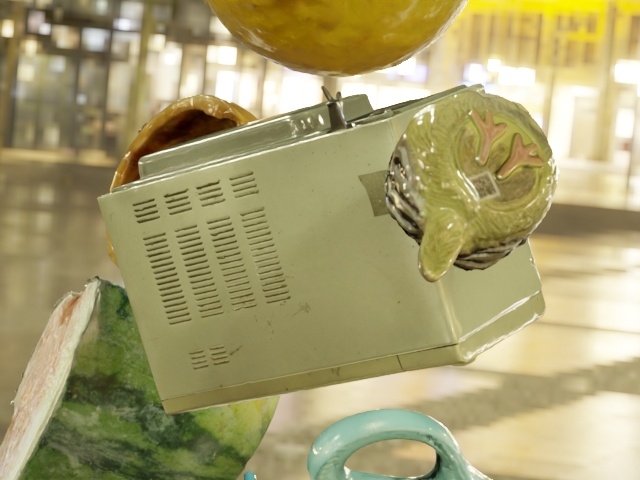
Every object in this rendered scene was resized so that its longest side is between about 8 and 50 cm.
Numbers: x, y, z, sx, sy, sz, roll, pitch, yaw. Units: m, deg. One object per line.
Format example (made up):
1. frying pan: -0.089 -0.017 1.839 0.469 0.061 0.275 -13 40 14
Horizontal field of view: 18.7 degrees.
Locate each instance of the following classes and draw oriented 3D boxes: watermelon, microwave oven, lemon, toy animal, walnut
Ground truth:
1. watermelon: -0.179 0.149 1.605 0.213 0.261 0.201 25 11 -34
2. microwave oven: 0.000 0.000 1.296 0.240 0.194 0.145 -13 3 34
3. lemon: 0.016 -0.290 1.786 0.297 0.297 0.297 5 4 0
4. toy animal: 0.074 -0.019 1.086 0.098 0.137 0.098 23 -30 14
5. walnut: -0.098 -0.040 1.753 0.211 0.167 0.087 -33 -15 32

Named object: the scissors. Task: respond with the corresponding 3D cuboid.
1. scissors: 0.123 0.202 1.327 0.393 0.180 0.032 14 40 -26
